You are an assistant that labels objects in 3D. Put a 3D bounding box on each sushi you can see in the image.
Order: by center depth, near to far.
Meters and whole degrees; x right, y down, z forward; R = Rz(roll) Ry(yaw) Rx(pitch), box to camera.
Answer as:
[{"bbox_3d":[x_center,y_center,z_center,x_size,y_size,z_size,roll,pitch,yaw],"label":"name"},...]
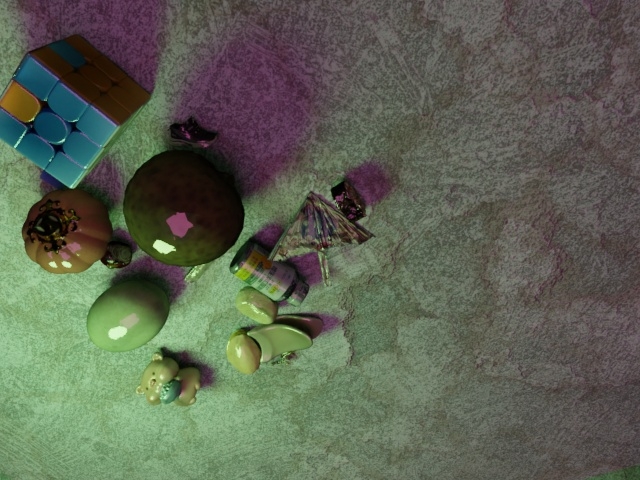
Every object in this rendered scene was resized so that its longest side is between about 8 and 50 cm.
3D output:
[{"bbox_3d":[0.099,-0.134,1.842,0.078,0.090,0.150,-26,119,22],"label":"sushi"}]

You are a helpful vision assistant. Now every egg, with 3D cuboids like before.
[{"bbox_3d":[-0.739,0.290,2.059,0.352,0.258,0.258,-26,117,19],"label":"egg"}]

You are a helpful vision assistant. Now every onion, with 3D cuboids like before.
[{"bbox_3d":[-0.767,0.057,2.002,0.117,0.118,0.118,35,118,-30],"label":"onion"}]

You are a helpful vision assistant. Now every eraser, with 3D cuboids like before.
[{"bbox_3d":[-0.931,-0.223,1.882,0.085,0.027,0.063,35,116,-16],"label":"eraser"}]

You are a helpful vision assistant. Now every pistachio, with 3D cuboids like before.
[{"bbox_3d":[-0.318,0.469,2.223,0.145,0.117,0.200,-17,120,-1],"label":"pistachio"}]

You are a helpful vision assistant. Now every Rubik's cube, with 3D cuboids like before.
[{"bbox_3d":[-0.744,-0.391,1.611,0.292,0.291,0.290,39,117,-18],"label":"Rubik's cube"}]

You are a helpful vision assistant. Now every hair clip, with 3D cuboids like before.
[{"bbox_3d":[-0.131,0.384,2.176,0.282,0.113,0.172,-12,119,16],"label":"hair clip"}]

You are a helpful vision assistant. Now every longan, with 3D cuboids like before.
[{"bbox_3d":[-0.437,-0.101,1.735,0.391,0.391,0.391,2,122,2],"label":"longan"}]

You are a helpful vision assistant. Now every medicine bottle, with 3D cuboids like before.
[{"bbox_3d":[-0.183,0.132,1.994,0.293,0.141,0.141,35,118,-18],"label":"medicine bottle"}]

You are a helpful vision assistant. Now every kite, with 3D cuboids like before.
[{"bbox_3d":[0.000,0.000,1.927,0.406,0.014,0.368,-12,108,-5],"label":"kite"}]

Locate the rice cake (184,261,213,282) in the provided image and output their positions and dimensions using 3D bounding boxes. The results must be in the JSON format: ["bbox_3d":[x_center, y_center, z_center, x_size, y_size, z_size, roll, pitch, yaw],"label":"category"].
[{"bbox_3d":[-0.429,0.069,2.017,0.052,0.057,0.256,46,116,6],"label":"rice cake"}]

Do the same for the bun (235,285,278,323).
[{"bbox_3d":[-0.241,0.242,2.072,0.188,0.111,0.164,36,152,-21],"label":"bun"}]

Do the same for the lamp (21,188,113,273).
[{"bbox_3d":[-0.873,-0.027,1.877,0.305,0.239,0.305,-2,77,7],"label":"lamp"}]

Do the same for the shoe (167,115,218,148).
[{"bbox_3d":[-0.420,-0.357,1.747,0.169,0.071,0.099,2,119,6],"label":"shoe"}]

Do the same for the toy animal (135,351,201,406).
[{"bbox_3d":[-0.634,0.606,2.300,0.221,0.229,0.210,17,97,-54],"label":"toy animal"}]

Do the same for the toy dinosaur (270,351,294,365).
[{"bbox_3d":[-0.142,0.502,2.283,0.058,0.037,0.180,33,119,-22],"label":"toy dinosaur"}]
